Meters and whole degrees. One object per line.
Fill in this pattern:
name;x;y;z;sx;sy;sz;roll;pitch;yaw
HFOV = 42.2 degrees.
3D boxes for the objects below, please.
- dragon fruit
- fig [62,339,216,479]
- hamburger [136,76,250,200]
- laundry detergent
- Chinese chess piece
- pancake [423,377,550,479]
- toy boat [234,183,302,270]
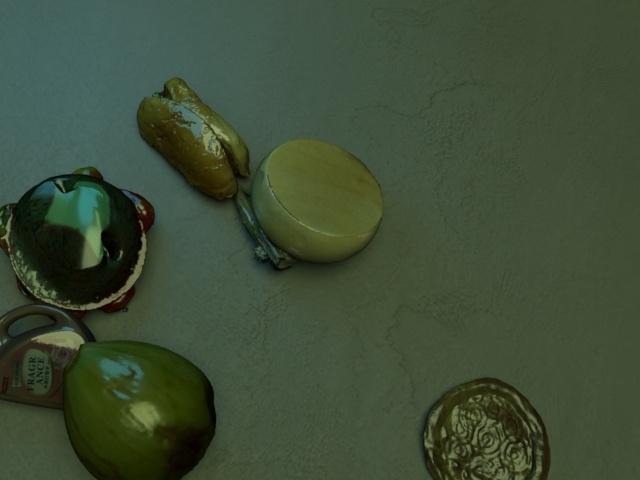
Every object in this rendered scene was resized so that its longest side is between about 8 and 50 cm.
dragon fruit;-0.427;-0.004;1.463;0.268;0.130;0.295;-4;74;-7
fig;-0.298;0.272;1.333;0.271;0.239;0.239;46;70;-2
hamburger;-0.239;-0.195;1.554;0.262;0.131;0.124;43;70;10
laundry detergent;-0.501;0.185;1.392;0.237;0.076;0.171;13;93;-5
Chinese chess piece;-0.007;-0.073;1.536;0.251;0.097;0.251;15;49;-18
pancake;0.310;0.374;1.529;0.250;0.031;0.250;3;71;-9
toy boat;-0.111;-0.028;1.558;0.084;0.066;0.210;-7;56;-53
